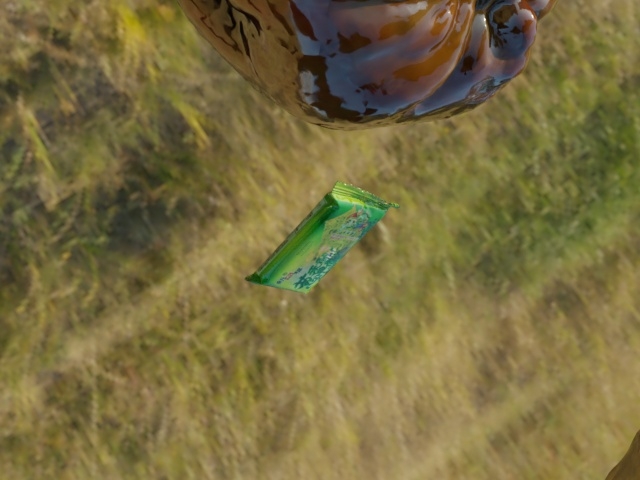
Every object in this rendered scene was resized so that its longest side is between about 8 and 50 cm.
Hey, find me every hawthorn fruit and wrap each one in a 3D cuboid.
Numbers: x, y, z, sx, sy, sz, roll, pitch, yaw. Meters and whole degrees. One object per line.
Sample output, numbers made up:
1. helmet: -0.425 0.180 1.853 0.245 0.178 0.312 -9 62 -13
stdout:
1. hawthorn fruit: 0.028 -0.190 0.707 0.258 0.261 0.258 -8 141 -7

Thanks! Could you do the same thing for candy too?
1. candy: 0.000 0.001 1.496 0.102 0.032 0.178 11 132 -46

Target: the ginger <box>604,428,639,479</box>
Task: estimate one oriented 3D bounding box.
1. ginger: 0.270 0.019 0.485 0.375 0.166 0.236 -55 -175 0
